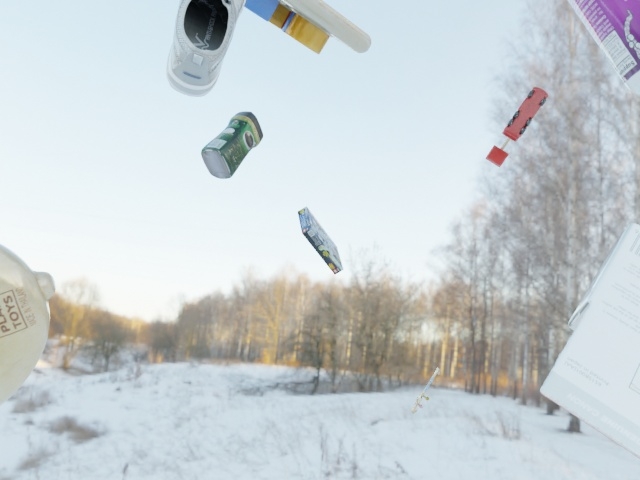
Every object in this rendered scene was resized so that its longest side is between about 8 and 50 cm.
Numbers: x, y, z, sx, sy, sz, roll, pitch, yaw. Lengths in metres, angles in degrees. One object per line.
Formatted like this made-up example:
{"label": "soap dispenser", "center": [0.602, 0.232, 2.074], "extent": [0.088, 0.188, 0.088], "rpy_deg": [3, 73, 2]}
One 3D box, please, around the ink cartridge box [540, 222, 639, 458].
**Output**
{"label": "ink cartridge box", "center": [0.361, 0.139, 0.580], "extent": [0.275, 0.239, 0.060], "rpy_deg": [33, -31, 17]}

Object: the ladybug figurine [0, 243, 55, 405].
{"label": "ladybug figurine", "center": [-0.574, 0.124, 0.843], "extent": [0.449, 0.305, 0.162], "rpy_deg": [-15, 16, -8]}

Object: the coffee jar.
{"label": "coffee jar", "center": [-0.218, -0.244, 1.601], "extent": [0.079, 0.184, 0.096], "rpy_deg": [6, -46, 30]}

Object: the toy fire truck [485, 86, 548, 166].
{"label": "toy fire truck", "center": [0.501, -0.288, 1.622], "extent": [0.047, 0.192, 0.135], "rpy_deg": [35, -2, 9]}

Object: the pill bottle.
{"label": "pill bottle", "center": [0.512, -0.328, 0.959], "extent": [0.169, 0.302, 0.169], "rpy_deg": [-29, -9, -5]}

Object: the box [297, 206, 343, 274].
{"label": "box", "center": [0.000, 0.000, 1.402], "extent": [0.027, 0.094, 0.137], "rpy_deg": [-30, -58, 11]}

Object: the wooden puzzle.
{"label": "wooden puzzle", "center": [-0.107, -0.478, 1.266], "extent": [0.322, 0.080, 0.348], "rpy_deg": [20, 15, -44]}

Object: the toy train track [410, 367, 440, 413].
{"label": "toy train track", "center": [0.173, 0.245, 1.025], "extent": [0.014, 0.083, 0.048], "rpy_deg": [31, -4, 7]}

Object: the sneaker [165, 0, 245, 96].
{"label": "sneaker", "center": [-0.147, -0.349, 0.902], "extent": [0.105, 0.281, 0.115], "rpy_deg": [10, -12, -21]}
